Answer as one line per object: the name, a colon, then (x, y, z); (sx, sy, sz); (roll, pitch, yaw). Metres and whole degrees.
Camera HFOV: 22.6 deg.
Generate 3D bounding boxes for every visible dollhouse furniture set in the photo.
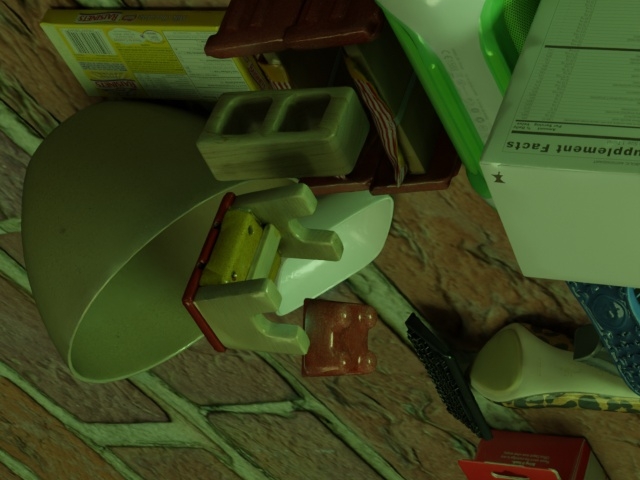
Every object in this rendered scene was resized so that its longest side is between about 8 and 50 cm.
dollhouse furniture set: (-0.013, -0.045, 1.272); (0.152, 0.374, 0.201); (-1, 141, 28)

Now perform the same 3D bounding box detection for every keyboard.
keyboard: (0.134, 0.148, 1.774); (0.108, 0.023, 0.180); (47, 170, 41)

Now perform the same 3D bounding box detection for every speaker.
speaker: (0.134, -0.144, 1.251); (0.131, 0.131, 0.296); (3, 144, 32)

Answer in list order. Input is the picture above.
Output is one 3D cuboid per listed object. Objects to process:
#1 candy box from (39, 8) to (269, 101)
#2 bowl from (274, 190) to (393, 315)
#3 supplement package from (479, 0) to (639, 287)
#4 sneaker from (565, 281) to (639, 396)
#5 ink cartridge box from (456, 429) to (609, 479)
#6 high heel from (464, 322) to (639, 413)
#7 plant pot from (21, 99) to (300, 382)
candy box: (-0.156, -0.174, 1.506); (0.205, 0.027, 0.105); (5, 148, 29)
bowl: (0.000, 0.000, 1.585); (0.053, 0.142, 0.142); (51, 159, 22)
supplement package: (0.223, -0.102, 1.139); (0.139, 0.244, 0.134); (6, 146, 28)
sneaker: (0.289, 0.034, 1.487); (0.081, 0.090, 0.232); (-6, 117, 43)
ink cartridge box: (0.267, 0.296, 1.909); (0.134, 0.078, 0.231); (2, 144, 32)
high heel: (0.281, 0.151, 1.674); (0.186, 0.093, 0.261); (22, 160, -25)
plant pot: (-0.181, -0.025, 1.564); (0.191, 0.284, 0.284); (48, 157, 20)
